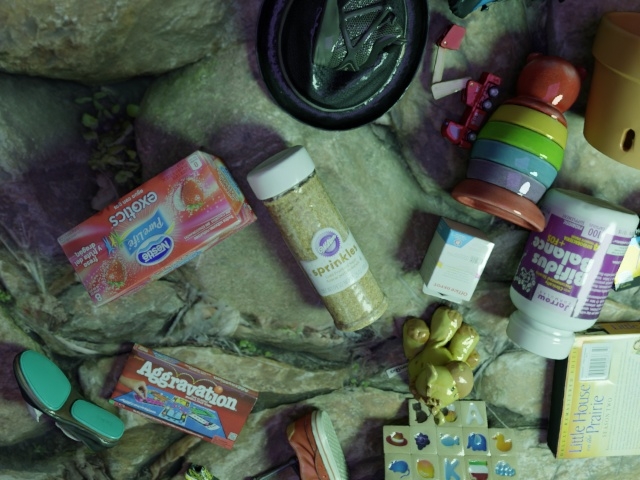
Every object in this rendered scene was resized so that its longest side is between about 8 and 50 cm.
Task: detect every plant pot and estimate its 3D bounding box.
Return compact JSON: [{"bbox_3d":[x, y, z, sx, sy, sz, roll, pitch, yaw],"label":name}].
[{"bbox_3d":[0.581,-0.242,1.007,0.290,0.291,0.203,7,125,-5],"label":"plant pot"}]

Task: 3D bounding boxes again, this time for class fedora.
[{"bbox_3d":[0.040,-0.342,1.001,0.334,0.152,0.334,-1,108,-2],"label":"fedora"}]

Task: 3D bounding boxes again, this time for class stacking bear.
[{"bbox_3d":[0.364,-0.185,1.059,0.175,0.164,0.289,24,92,24],"label":"stacking bear"}]

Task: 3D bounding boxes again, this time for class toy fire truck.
[{"bbox_3d":[0.250,-0.276,1.086,0.135,0.047,0.192,21,107,-8],"label":"toy fire truck"}]

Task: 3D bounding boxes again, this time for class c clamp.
[{"bbox_3d":[-0.093,0.533,1.350,0.160,0.022,0.137,-36,111,7],"label":"c clamp"}]

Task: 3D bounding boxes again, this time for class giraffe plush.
[{"bbox_3d":[0.235,0.260,1.193,0.210,0.170,0.181,-40,105,10],"label":"giraffe plush"}]

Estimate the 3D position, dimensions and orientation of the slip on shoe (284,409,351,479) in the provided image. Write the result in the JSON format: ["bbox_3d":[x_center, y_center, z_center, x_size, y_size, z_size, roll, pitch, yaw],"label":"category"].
[{"bbox_3d":[0.007,0.527,1.303,0.101,0.123,0.331,-15,102,10],"label":"slip on shoe"}]

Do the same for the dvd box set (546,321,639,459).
[{"bbox_3d":[0.715,0.321,1.290,0.420,0.062,0.308,-3,108,-2],"label":"dvd box set"}]

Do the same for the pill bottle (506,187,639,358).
[{"bbox_3d":[0.464,0.065,1.141,0.169,0.169,0.302,13,106,-6],"label":"pill bottle"}]

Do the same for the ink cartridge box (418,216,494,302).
[{"bbox_3d":[0.258,0.043,1.167,0.092,0.090,0.143,18,107,-8],"label":"ink cartridge box"}]

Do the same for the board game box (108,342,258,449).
[{"bbox_3d":[-0.290,0.334,1.273,0.281,0.027,0.145,24,104,-10],"label":"board game box"}]

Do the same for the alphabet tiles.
[{"bbox_3d":[0.274,0.506,1.244,0.285,0.011,0.343,2,67,-3],"label":"alphabet tiles"}]

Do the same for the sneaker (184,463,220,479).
[{"bbox_3d":[-0.260,0.525,1.332,0.083,0.031,0.035,21,105,-9],"label":"sneaker"}]

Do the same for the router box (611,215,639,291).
[{"bbox_3d":[0.659,0.015,1.197,0.178,0.046,0.133,-17,108,3],"label":"router box"}]

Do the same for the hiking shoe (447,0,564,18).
[{"bbox_3d":[0.364,-0.448,1.000,0.304,0.113,0.132,-31,106,8],"label":"hiking shoe"}]

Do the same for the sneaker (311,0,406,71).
[{"bbox_3d":[0.073,-0.359,0.878,0.130,0.087,0.228,12,102,-8],"label":"sneaker"}]

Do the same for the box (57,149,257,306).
[{"bbox_3d":[-0.285,-0.022,1.078,0.300,0.154,0.142,-30,90,6],"label":"box"}]

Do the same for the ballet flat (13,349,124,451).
[{"bbox_3d":[-0.538,0.347,1.235,0.096,0.095,0.280,-36,106,22],"label":"ballet flat"}]

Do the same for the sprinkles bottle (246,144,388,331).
[{"bbox_3d":[0.000,0.000,1.127,0.121,0.121,0.355,-28,107,7],"label":"sprinkles bottle"}]
